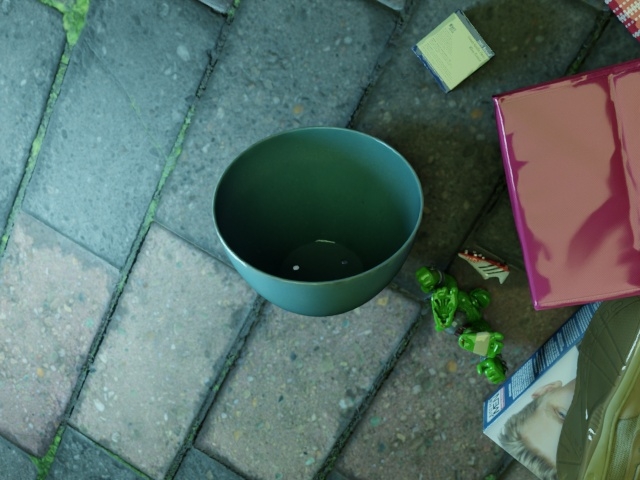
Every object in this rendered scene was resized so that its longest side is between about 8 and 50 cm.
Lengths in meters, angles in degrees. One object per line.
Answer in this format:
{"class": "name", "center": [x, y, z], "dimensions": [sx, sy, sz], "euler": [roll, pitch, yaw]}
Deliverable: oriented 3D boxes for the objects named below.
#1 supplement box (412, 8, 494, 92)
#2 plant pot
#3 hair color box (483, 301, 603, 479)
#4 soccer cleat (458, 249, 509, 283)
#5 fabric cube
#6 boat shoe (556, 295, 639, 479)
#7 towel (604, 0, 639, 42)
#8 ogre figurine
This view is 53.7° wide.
{"class": "supplement box", "center": [0.192, -0.270, 0.907], "dimensions": [0.083, 0.056, 0.083], "euler": [-38, 92, 21]}
{"class": "plant pot", "center": [0.000, 0.000, 0.939], "dimensions": [0.290, 0.290, 0.196], "euler": [11, 143, 12]}
{"class": "hair color box", "center": [0.423, 0.207, 0.944], "dimensions": [0.173, 0.105, 0.347], "euler": [39, 111, 3]}
{"class": "soccer cleat", "center": [0.253, 0.041, 0.987], "dimensions": [0.083, 0.029, 0.036], "euler": [19, 104, 5]}
{"class": "fabric cube", "center": [0.370, -0.089, 0.804], "dimensions": [0.258, 0.254, 0.258], "euler": [-11, 99, 18]}
{"class": "boat shoe", "center": [0.406, 0.205, 0.833], "dimensions": [0.110, 0.122, 0.341], "euler": [5, 119, 2]}
{"class": "towel", "center": [0.432, -0.410, 0.821], "dimensions": [0.199, 0.031, 0.275], "euler": [-40, 90, 23]}
{"class": "ogre figurine", "center": [0.215, 0.114, 0.969], "dimensions": [0.197, 0.118, 0.097], "euler": [34, 106, 3]}
